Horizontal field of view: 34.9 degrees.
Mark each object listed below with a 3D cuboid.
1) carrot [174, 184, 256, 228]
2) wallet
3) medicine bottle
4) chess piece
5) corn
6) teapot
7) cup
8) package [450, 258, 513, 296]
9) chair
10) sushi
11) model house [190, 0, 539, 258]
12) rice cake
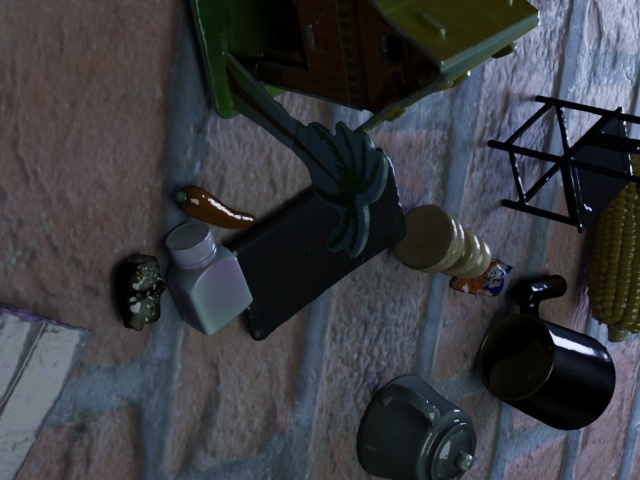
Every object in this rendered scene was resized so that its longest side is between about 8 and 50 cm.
[{"bbox_3d":[-0.119,-0.034,1.158,0.142,0.035,0.035,24,88,-53],"label":"carrot"},{"bbox_3d":[0.001,0.000,1.294,0.285,0.030,0.146,-35,125,-33],"label":"wallet"},{"bbox_3d":[-0.132,0.040,1.154,0.074,0.055,0.118,-39,131,-25],"label":"medicine bottle"},{"bbox_3d":[0.182,0.011,1.449,0.170,0.094,0.094,21,90,-56],"label":"chess piece"},{"bbox_3d":[0.537,0.010,1.769,0.130,0.130,0.347,-9,108,-43],"label":"corn"},{"bbox_3d":[0.157,0.291,1.478,0.162,0.149,0.239,-45,133,-23],"label":"teapot"},{"bbox_3d":[0.352,0.180,1.669,0.166,0.239,0.177,-37,139,28],"label":"cup"},{"bbox_3d":[0.249,0.049,1.564,0.110,0.033,0.077,18,116,-34],"label":"package"},{"bbox_3d":[0.398,-0.108,1.483,0.154,0.260,0.141,-42,131,-26],"label":"chair"},{"bbox_3d":[-0.197,0.059,1.103,0.046,0.044,0.083,-18,116,-41],"label":"sushi"},{"bbox_3d":[0.085,-0.185,1.089,0.300,0.323,0.340,-31,125,-33],"label":"model house"},{"bbox_3d":[-0.338,0.201,0.993,0.106,0.050,0.298,30,81,-32],"label":"rice cake"}]
